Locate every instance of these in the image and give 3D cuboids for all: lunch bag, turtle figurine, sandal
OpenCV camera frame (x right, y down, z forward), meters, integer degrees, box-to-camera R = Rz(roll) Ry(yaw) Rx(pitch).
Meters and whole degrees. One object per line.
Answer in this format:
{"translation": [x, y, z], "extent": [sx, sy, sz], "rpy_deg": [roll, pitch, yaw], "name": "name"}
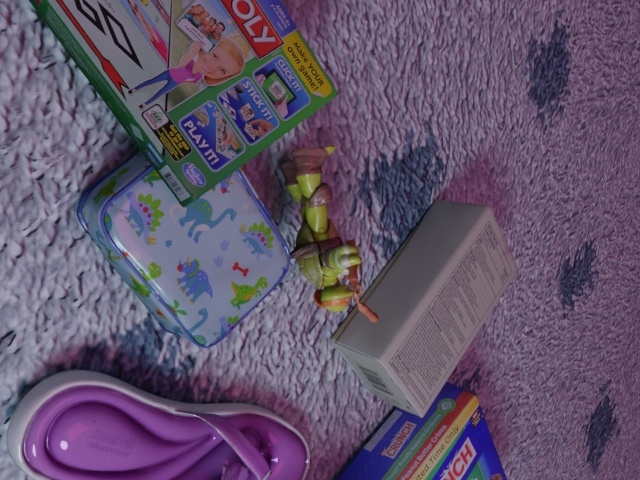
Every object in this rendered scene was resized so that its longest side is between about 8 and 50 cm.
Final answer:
{"translation": [-0.141, -0.004, 0.675], "extent": [0.176, 0.090, 0.219], "rpy_deg": [-46, 124, -24], "name": "lunch bag"}
{"translation": [0.000, 0.000, 0.764], "extent": [0.087, 0.269, 0.217], "rpy_deg": [-13, 87, -1], "name": "turtle figurine"}
{"translation": [-0.155, 0.273, 0.709], "extent": [0.416, 0.102, 0.169], "rpy_deg": [27, 81, -39], "name": "sandal"}

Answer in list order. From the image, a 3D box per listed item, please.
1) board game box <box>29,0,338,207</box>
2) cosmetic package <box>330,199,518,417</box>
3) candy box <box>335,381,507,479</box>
{"translation": [-0.145, -0.224, 0.594], "extent": [0.213, 0.046, 0.317], "rpy_deg": [-42, 105, -27], "name": "board game box"}
{"translation": [0.174, 0.099, 0.955], "extent": [0.309, 0.113, 0.160], "rpy_deg": [-50, 127, -23], "name": "cosmetic package"}
{"translation": [0.191, 0.440, 1.034], "extent": [0.268, 0.122, 0.317], "rpy_deg": [-41, 122, -27], "name": "candy box"}
